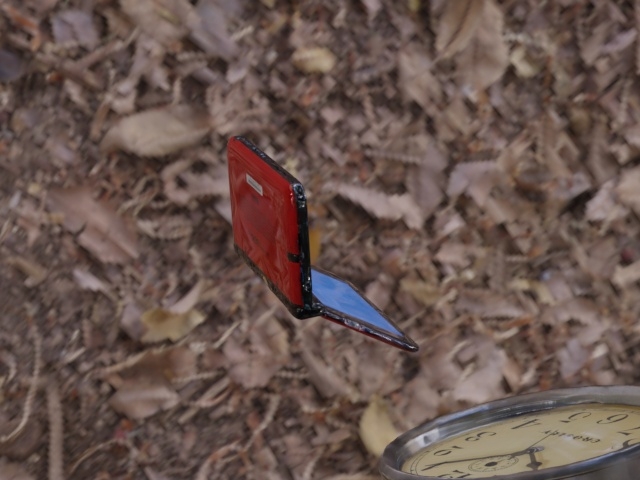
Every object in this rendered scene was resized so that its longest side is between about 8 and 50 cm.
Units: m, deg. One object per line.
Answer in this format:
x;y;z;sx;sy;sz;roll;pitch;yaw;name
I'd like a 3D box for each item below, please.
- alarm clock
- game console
0.075;0.108;0.601;0.192;0.129;0.064;-11;95;-25;alarm clock
0.000;0.000;0.958;0.085;0.144;0.124;-9;110;-17;game console
